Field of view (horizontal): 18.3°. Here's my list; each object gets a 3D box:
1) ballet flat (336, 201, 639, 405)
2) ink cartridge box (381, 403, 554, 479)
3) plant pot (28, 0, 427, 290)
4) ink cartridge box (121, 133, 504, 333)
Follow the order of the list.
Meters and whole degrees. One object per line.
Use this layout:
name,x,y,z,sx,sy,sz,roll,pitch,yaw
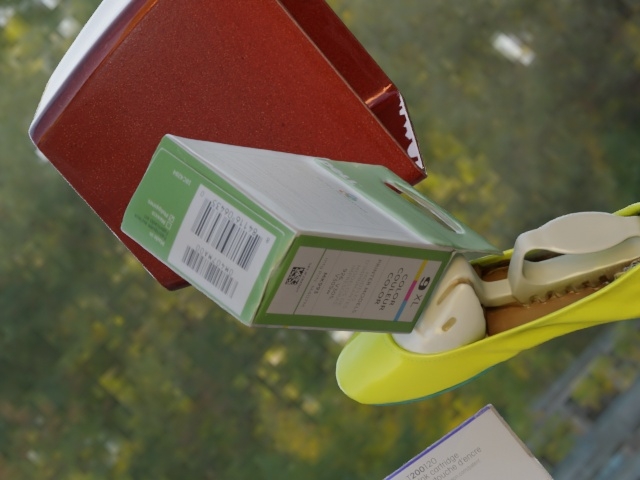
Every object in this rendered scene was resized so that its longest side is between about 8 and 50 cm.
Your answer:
ballet flat,0.110,0.029,1.167,0.231,0.077,0.077,-18,-39,8
ink cartridge box,0.075,0.223,1.125,0.206,0.208,0.045,-34,-41,-5
plant pot,-0.092,-0.115,1.666,0.236,0.267,0.267,-39,16,11
ink cartridge box,0.000,0.000,1.126,0.209,0.109,0.062,5,-64,-54
